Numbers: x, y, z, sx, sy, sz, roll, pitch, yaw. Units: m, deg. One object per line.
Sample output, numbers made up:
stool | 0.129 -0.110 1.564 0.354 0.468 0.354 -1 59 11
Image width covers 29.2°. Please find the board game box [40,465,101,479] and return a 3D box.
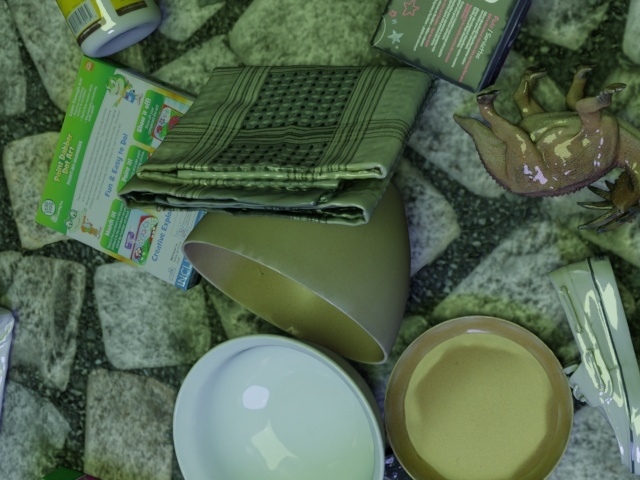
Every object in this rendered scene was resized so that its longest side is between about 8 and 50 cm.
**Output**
board game box | -0.270 0.490 1.760 0.316 0.064 0.242 17 104 15

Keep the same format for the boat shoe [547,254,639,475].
boat shoe | 0.336 0.155 1.478 0.088 0.096 0.268 -14 93 10

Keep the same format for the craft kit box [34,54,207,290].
craft kit box | -0.242 -0.093 1.663 0.246 0.061 0.250 23 105 11

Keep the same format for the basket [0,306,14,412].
basket | -0.639 0.238 1.707 0.266 0.328 0.331 18 104 17

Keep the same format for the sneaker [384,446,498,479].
sneaker | 0.158 0.286 1.590 0.170 0.051 0.089 -24 95 24

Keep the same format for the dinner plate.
dinner plate | 0.210 0.214 1.565 0.141 0.017 0.141 -2 82 13

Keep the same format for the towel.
towel | -0.042 -0.130 1.457 0.312 0.324 0.056 5 127 18

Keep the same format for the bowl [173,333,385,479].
bowl | -0.033 0.246 1.596 0.297 0.134 0.298 6 105 23

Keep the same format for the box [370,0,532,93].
box | 0.184 -0.312 1.426 0.142 0.163 0.247 27 106 9

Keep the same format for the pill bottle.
pill bottle | -0.303 -0.357 1.607 0.117 0.117 0.215 -27 89 20

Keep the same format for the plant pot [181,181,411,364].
plant pot | 0.000 0.000 1.507 0.284 0.284 0.191 26 74 13

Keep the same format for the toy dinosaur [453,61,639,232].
toy dinosaur | 0.288 -0.096 1.453 0.295 0.127 0.200 -1 113 27

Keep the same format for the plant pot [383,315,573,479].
plant pot | 0.198 0.213 1.543 0.236 0.032 0.236 -2 80 13
